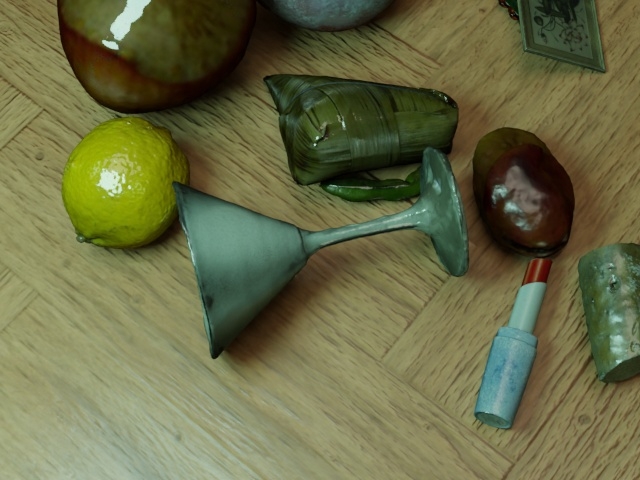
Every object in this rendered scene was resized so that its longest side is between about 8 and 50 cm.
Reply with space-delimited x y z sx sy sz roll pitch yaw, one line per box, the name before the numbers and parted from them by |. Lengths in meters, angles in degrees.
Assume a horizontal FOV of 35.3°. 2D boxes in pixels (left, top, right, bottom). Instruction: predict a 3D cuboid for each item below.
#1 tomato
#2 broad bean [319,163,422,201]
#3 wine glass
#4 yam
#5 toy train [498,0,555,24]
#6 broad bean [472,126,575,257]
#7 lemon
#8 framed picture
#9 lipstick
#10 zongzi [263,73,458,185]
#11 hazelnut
tomato | 0.006 -0.513 1.709 0.316 0.317 0.283 -5 42 0
broad bean | 0.099 -0.088 1.645 0.195 0.046 0.061 -13 52 -9
wine glass | 0.000 0.000 1.508 0.405 0.267 0.267 -13 64 -10
yam | 0.449 0.111 1.500 0.107 0.107 0.194 -3 65 1
toy train | 0.332 -0.475 1.820 0.085 0.053 0.250 -29 66 -17
broad bean | 0.321 -0.082 1.592 0.156 0.122 0.229 -10 67 0
lemon | -0.307 -0.089 1.583 0.192 0.192 0.231 31 75 16
framed picture | 0.418 -0.407 1.769 0.173 0.010 0.231 9 62 -21
lipstick | 0.297 0.145 1.514 0.068 0.061 0.274 17 66 13
zongzi | 0.055 -0.226 1.687 0.286 0.138 0.300 -11 36 -15
hazelnut | -0.266 -0.377 1.630 0.365 0.366 0.366 -1 64 2
